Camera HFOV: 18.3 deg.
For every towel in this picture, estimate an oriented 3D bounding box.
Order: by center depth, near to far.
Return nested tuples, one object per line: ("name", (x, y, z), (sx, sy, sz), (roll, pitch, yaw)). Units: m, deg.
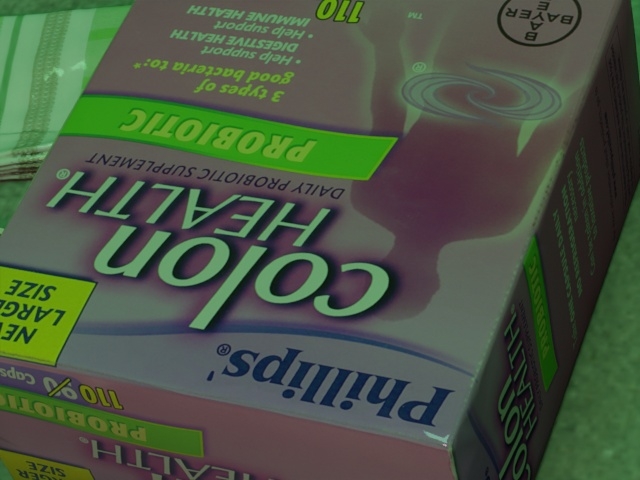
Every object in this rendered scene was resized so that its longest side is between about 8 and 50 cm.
("towel", (-0.163, -0.076, 0.997), (0.152, 0.023, 0.113), (-5, 51, 10))

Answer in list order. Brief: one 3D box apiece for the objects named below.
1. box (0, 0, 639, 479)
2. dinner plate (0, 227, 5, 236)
("box", (0.000, 0.000, 0.831), (0.213, 0.117, 0.243), (10, 55, 21))
("dinner plate", (-0.181, 0.050, 0.902), (0.141, 0.017, 0.141), (-7, 50, 8))
